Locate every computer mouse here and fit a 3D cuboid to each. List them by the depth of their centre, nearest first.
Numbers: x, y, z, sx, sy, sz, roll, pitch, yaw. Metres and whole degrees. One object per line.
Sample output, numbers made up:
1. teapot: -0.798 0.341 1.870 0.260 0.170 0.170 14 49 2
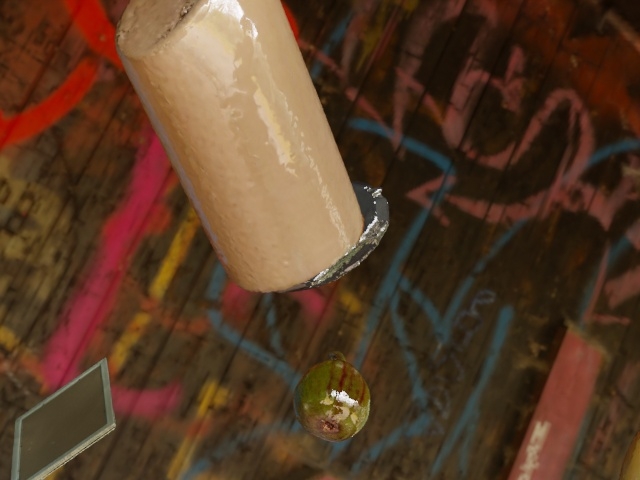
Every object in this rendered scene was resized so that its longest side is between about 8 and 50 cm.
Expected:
1. computer mouse: 0.000 0.000 1.059 0.099 0.172 0.057 51 -12 26

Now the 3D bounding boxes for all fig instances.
1. fig: 0.026 0.230 1.593 0.124 0.124 0.236 26 23 -3

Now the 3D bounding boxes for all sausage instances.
1. sausage: -0.059 -0.088 0.724 0.123 0.123 0.253 14 -40 40

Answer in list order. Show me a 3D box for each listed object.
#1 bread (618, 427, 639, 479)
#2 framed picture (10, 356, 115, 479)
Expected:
1. bread: 0.343 0.246 0.682 0.270 0.315 0.211 10 -37 2
2. framed picture: -0.307 0.219 1.170 0.011 0.142 0.183 56 -3 -23
